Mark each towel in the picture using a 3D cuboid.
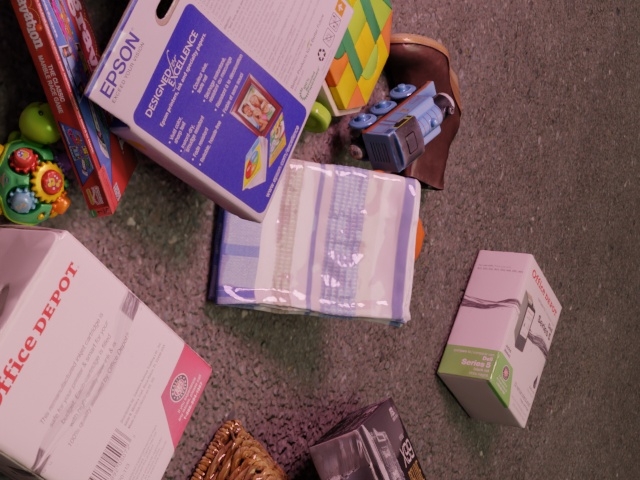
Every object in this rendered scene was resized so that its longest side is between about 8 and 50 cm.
[{"bbox_3d":[0.000,0.000,1.327,0.285,0.034,0.209,8,87,-22],"label":"towel"}]

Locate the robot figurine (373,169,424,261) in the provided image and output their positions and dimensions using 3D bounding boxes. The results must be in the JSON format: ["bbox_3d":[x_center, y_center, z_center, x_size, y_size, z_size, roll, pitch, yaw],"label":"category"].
[{"bbox_3d":[0.065,-0.013,1.462,0.219,0.158,0.128,9,57,-55],"label":"robot figurine"}]

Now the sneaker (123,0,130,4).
[{"bbox_3d":[-0.201,-0.331,1.073,0.293,0.102,0.146,13,89,-53],"label":"sneaker"}]

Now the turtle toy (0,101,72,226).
[{"bbox_3d":[-0.288,-0.074,1.005,0.095,0.066,0.130,-1,94,-55],"label":"turtle toy"}]

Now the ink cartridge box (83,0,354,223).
[{"bbox_3d":[-0.110,-0.218,1.115,0.307,0.072,0.303,37,72,-48],"label":"ink cartridge box"}]

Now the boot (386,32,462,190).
[{"bbox_3d":[0.160,-0.202,1.606,0.248,0.090,0.206,24,72,-57],"label":"boot"}]

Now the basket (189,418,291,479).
[{"bbox_3d":[-0.089,0.431,1.322,0.213,0.223,0.299,-38,132,-5],"label":"basket"}]

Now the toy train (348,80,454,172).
[{"bbox_3d":[0.122,-0.169,1.475,0.184,0.105,0.080,-39,126,-34],"label":"toy train"}]

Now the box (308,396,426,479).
[{"bbox_3d":[0.092,0.364,1.416,0.307,0.077,0.242,6,62,-77],"label":"box"}]

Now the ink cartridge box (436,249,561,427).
[{"bbox_3d":[0.341,0.182,1.884,0.198,0.115,0.272,51,53,-44],"label":"ink cartridge box"}]

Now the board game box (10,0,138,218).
[{"bbox_3d":[-0.252,-0.178,1.021,0.145,0.027,0.281,-90,166,-64],"label":"board game box"}]

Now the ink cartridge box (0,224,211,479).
[{"bbox_3d":[-0.261,0.143,1.023,0.283,0.117,0.207,53,53,-44],"label":"ink cartridge box"}]

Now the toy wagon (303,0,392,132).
[{"bbox_3d":[0.009,-0.325,1.366,0.267,0.068,0.344,-66,152,-25],"label":"toy wagon"}]
